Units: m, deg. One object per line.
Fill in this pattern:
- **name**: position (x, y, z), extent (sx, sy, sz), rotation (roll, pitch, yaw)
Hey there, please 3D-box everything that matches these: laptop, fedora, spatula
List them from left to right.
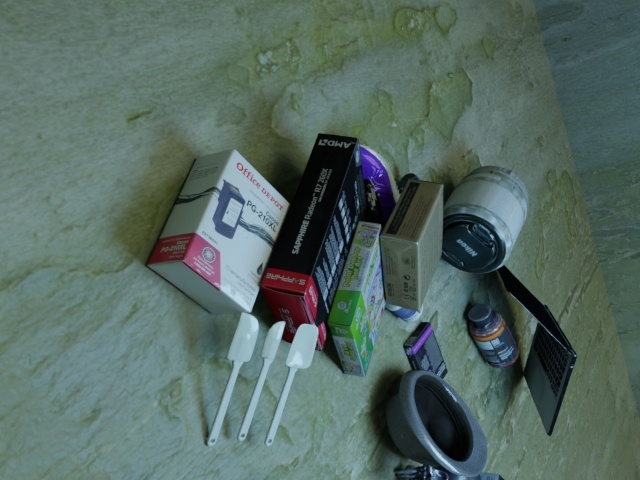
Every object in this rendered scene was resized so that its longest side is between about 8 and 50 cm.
- **spatula**: position (-0.102, 0.253, 1.164), extent (0.168, 0.019, 0.241), rotation (15, 94, -37)
- **fedora**: position (0.254, 0.442, 1.554), extent (0.275, 0.124, 0.243), rotation (47, 32, -7)
- **laptop**: position (0.598, 0.293, 1.998), extent (0.382, 0.237, 0.407), rotation (-67, 167, -73)

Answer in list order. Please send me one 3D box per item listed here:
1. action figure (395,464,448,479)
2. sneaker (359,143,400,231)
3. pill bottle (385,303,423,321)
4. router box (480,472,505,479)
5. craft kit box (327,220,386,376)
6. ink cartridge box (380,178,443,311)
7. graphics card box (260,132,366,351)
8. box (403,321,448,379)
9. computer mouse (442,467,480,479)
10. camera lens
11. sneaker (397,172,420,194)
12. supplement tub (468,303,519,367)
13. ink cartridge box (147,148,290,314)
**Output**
- **action figure**: position (0.234, 0.601, 1.529), extent (0.275, 0.141, 0.164), rotation (72, 21, -56)
- **sneaker**: position (0.115, -0.083, 1.529), extent (0.293, 0.102, 0.146), rotation (58, 45, -27)
- **pill bottle**: position (0.194, 0.148, 1.612), extent (0.120, 0.067, 0.067), rotation (37, 56, -42)
- **router box**: position (0.486, 0.841, 1.838), extent (0.243, 0.081, 0.308), rotation (48, 49, -35)
- **craft kit box**: position (0.089, 0.129, 1.418), extent (0.246, 0.061, 0.249), rotation (69, 33, -53)
- **ink cartridge box**: position (0.210, 0.011, 1.489), extent (0.234, 0.088, 0.193), rotation (80, 29, -45)
- **graphics card box**: position (0.000, 0.000, 1.305), extent (0.232, 0.094, 0.370), rotation (75, 30, -56)
- **box**: position (0.275, 0.310, 1.716), extent (0.116, 0.029, 0.162), rotation (-39, 112, -47)
- **computer mouse**: position (0.383, 0.574, 1.727), extent (0.272, 0.072, 0.188), rotation (-47, 123, -58)
- **camera lens**: position (0.452, -0.058, 1.855), extent (0.274, 0.219, 0.219), rotation (-52, 123, -43)
- **sneaker**: position (0.248, -0.067, 1.728), extent (0.087, 0.083, 0.221), rotation (-29, 112, -64)
- **supplement tub**: position (0.506, 0.278, 1.952), extent (0.197, 0.106, 0.106), rotation (57, 44, -28)
- **ink cartridge box**: position (-0.170, -0.015, 1.157), extent (0.172, 0.100, 0.237), rotation (45, 51, -38)
